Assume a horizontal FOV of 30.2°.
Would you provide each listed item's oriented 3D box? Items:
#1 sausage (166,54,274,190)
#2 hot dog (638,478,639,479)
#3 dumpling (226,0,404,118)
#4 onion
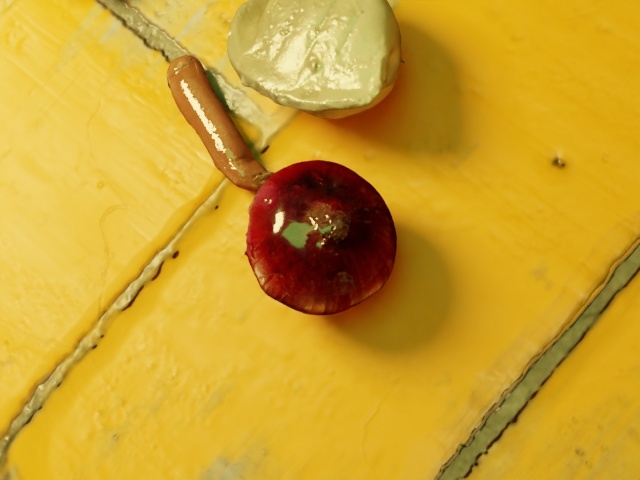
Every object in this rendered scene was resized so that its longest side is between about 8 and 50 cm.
[{"bbox_3d":[-0.095,-0.104,1.076,0.042,0.036,0.158,-39,67,11],"label":"sausage"},{"bbox_3d":[0.267,0.191,0.874,0.078,0.061,0.169,21,78,18],"label":"hot dog"},{"bbox_3d":[-0.004,-0.167,1.044,0.150,0.092,0.177,-19,69,6],"label":"dumpling"},{"bbox_3d":[0.000,0.000,0.973,0.131,0.131,0.131,-4,71,12],"label":"onion"}]
